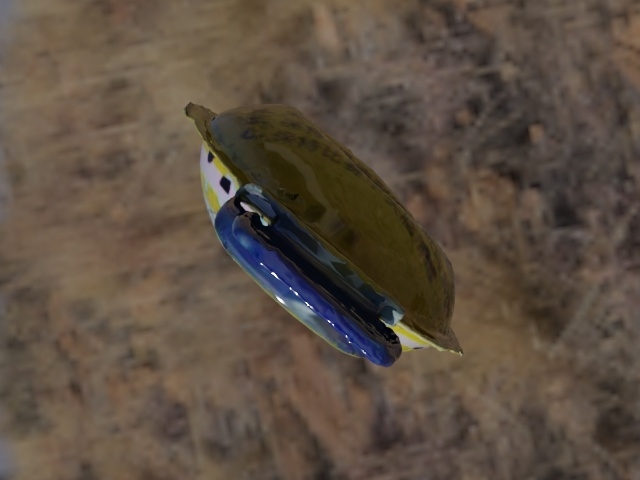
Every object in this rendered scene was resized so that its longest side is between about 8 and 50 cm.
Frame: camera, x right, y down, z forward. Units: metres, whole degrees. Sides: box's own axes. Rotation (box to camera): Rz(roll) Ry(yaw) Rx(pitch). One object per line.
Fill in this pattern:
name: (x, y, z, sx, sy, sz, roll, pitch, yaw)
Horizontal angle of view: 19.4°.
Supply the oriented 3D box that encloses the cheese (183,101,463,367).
cheese: (0.000, 0.000, 0.755, 0.156, 0.064, 0.250, 41, -172, -3)
